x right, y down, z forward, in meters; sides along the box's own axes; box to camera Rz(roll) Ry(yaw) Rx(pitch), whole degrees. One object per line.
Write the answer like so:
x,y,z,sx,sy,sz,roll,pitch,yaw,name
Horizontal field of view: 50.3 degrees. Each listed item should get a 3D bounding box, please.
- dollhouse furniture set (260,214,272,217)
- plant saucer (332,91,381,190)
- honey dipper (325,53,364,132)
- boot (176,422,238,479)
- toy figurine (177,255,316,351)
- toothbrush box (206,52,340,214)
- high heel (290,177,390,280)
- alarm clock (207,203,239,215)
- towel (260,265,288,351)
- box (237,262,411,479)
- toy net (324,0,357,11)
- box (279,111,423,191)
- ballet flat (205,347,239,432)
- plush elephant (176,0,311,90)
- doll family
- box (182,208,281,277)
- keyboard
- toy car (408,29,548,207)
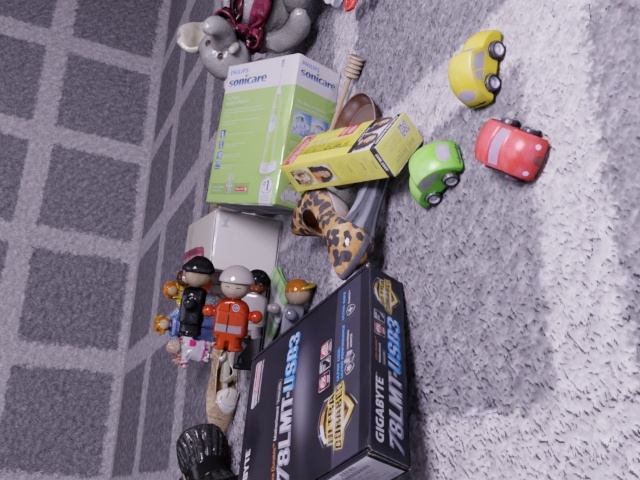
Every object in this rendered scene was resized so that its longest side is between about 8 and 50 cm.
-0.139,-0.170,1.476,0.129,0.129,0.184,-43,41,53,dollhouse furniture set
0.060,-0.164,1.152,0.168,0.029,0.168,-41,43,54,plant saucer
0.041,-0.258,1.241,0.030,0.030,0.161,-118,42,-55,honey dipper
-0.200,0.465,1.330,0.260,0.131,0.348,-101,31,-41,boot
-0.137,0.113,1.233,0.213,0.209,0.148,6,88,53,toy figurine
-0.093,-0.196,1.320,0.206,0.122,0.283,4,84,44,toothbrush box
0.000,0.000,1.087,0.261,0.093,0.186,-25,38,53,high heel
-0.255,-0.075,1.778,0.192,0.064,0.129,-51,36,43,alarm clock
-0.097,0.143,1.386,0.152,0.023,0.113,-67,29,21,towel
-0.003,0.223,0.929,0.293,0.073,0.295,-41,29,34,box
0.060,-0.474,1.276,0.232,0.045,0.122,-172,91,-68,toy net
0.041,-0.131,1.039,0.232,0.058,0.087,-3,42,53,box
-0.211,0.316,1.506,0.067,0.073,0.206,-26,59,44,ballet flat
-0.170,-0.456,1.453,0.255,0.272,0.330,-50,-13,-17,plush elephant
-0.327,0.186,1.699,0.118,0.163,0.263,-15,66,64,doll family
-0.200,0.021,1.507,0.232,0.148,0.127,164,114,-64,box
-0.141,0.172,1.412,0.100,0.038,0.192,-4,73,39,keyboard
0.169,-0.124,0.859,0.225,0.053,0.239,-53,34,45,toy car
